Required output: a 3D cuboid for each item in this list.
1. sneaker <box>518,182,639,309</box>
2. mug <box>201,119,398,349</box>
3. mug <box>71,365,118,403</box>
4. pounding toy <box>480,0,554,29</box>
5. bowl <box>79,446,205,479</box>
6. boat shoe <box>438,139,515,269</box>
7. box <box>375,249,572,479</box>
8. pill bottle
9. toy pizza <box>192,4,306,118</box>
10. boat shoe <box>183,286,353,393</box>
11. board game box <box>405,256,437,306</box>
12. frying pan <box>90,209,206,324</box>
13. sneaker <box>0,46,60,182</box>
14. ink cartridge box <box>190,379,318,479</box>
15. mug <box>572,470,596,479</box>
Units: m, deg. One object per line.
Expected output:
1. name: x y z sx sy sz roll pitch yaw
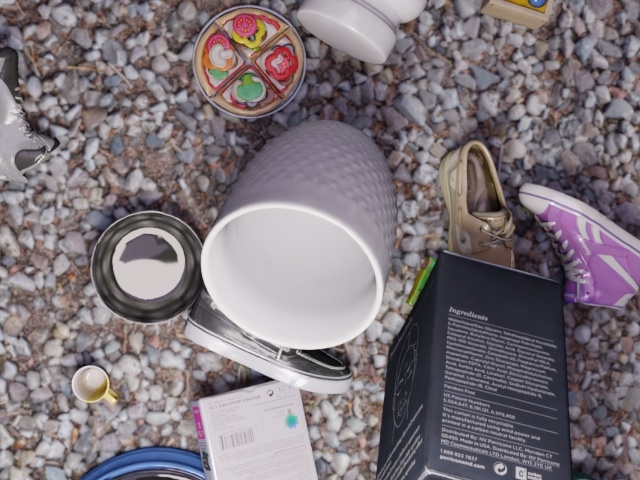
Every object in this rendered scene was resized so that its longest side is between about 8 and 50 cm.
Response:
1. sneaker: 0.447 0.022 1.601 0.282 0.102 0.161 33 91 -4
2. mug: 0.000 0.000 1.466 0.276 0.328 0.374 -4 126 17
3. mug: -0.388 0.249 1.554 0.062 0.064 0.078 -18 92 -5
4. pounding toy: 0.354 -0.467 1.593 0.130 0.100 0.141 16 89 -4
5. bowl: -0.283 0.556 1.555 0.390 0.077 0.391 0 89 -4
6. boat shoe: 0.282 -0.023 1.564 0.109 0.098 0.303 -8 81 -17
7. box: 0.226 0.272 1.398 0.211 0.294 0.396 14 48 -5
8. pill bottle: 0.115 -0.500 1.522 0.210 0.210 0.363 28 88 -4
9. toy pizza: -0.125 -0.316 1.591 0.201 0.032 0.201 0 90 -4
10. boat shoe: -0.075 0.165 1.544 0.306 0.113 0.105 24 103 -3
11. board game box: 0.254 0.109 1.612 0.181 0.043 0.092 25 87 -4
12. frying pan: -0.232 0.046 1.572 0.326 0.053 0.197 0 96 -14
13. sneaker: -0.506 -0.206 1.546 0.132 0.086 0.229 12 99 -9
14. ink cartridge box: -0.098 0.401 1.527 0.185 0.065 0.311 -9 80 -28
15. mug: 0.432 0.474 1.598 0.157 0.097 0.130 1 90 -4
